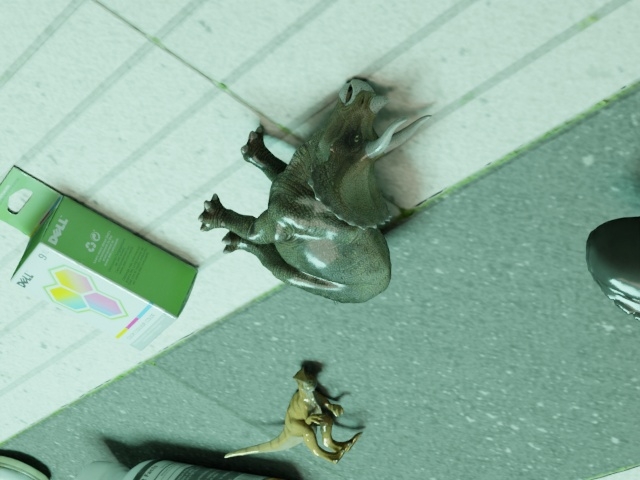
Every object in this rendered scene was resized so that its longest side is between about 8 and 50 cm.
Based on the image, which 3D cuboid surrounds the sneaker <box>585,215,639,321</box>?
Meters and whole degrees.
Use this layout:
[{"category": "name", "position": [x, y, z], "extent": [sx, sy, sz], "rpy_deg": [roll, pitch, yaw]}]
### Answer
[{"category": "sneaker", "position": [0.342, 0.003, 1.157], "extent": [0.286, 0.109, 0.130], "rpy_deg": [4, 135, 13]}]

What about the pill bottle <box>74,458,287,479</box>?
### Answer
[{"category": "pill bottle", "position": [-0.163, 0.353, 1.896], "extent": [0.278, 0.162, 0.162], "rpy_deg": [5, 145, 24]}]

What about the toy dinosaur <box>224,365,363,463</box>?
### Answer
[{"category": "toy dinosaur", "position": [-0.018, 0.201, 1.697], "extent": [0.112, 0.064, 0.211], "rpy_deg": [37, 140, 9]}]

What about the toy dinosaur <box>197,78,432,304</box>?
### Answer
[{"category": "toy dinosaur", "position": [0.000, 0.000, 1.315], "extent": [0.160, 0.121, 0.313], "rpy_deg": [23, 146, 23]}]

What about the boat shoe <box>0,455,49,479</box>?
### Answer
[{"category": "boat shoe", "position": [-0.485, 0.371, 2.161], "extent": [0.113, 0.103, 0.302], "rpy_deg": [40, 143, -28]}]

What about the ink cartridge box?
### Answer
[{"category": "ink cartridge box", "position": [-0.238, 0.022, 1.536], "extent": [0.209, 0.062, 0.109], "rpy_deg": [30, 148, -13]}]
